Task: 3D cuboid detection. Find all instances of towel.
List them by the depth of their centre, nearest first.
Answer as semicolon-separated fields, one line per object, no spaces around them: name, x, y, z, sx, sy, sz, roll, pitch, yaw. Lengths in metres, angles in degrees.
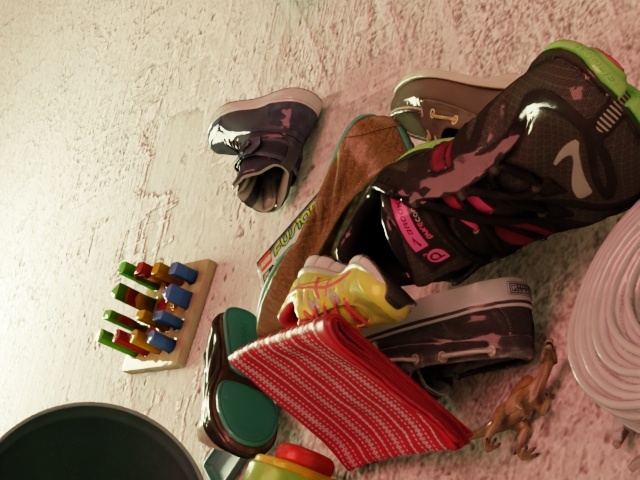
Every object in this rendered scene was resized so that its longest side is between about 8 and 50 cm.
towel;0.024;0.164;1.794;0.031;0.199;0.275;-53;12;-24

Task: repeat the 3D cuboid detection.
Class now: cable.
cable;0.333;0.053;1.536;0.257;0.089;0.257;-33;41;42

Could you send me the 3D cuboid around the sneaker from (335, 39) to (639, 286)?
sneaker;0.171;-0.042;1.710;0.202;0.185;0.483;-41;1;-30

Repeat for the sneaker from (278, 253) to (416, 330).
sneaker;0.023;0.072;1.776;0.094;0.081;0.208;-50;18;-18

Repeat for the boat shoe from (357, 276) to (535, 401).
boat shoe;0.103;0.129;1.830;0.306;0.113;0.105;-19;68;35

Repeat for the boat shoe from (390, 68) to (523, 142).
boat shoe;0.169;-0.129;1.931;0.305;0.109;0.091;9;69;56

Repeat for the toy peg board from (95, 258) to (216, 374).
toy peg board;-0.241;0.097;2.431;0.160;0.079;0.161;-12;57;55

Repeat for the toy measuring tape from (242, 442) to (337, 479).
toy measuring tape;-0.001;0.285;1.857;0.330;0.121;0.121;1;67;58

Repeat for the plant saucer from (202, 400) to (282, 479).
plant saucer;-0.082;0.223;2.136;0.192;0.018;0.067;-57;30;11

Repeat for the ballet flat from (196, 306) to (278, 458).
ballet flat;-0.104;0.196;2.096;0.096;0.095;0.280;-59;17;27

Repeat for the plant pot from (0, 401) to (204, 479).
plant pot;-0.293;0.370;2.126;0.196;0.293;0.293;116;167;-63

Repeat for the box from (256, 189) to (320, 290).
box;0.000;0.000;2.168;0.207;0.036;0.114;-48;32;25

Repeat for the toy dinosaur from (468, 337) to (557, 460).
toy dinosaur;0.191;0.178;1.721;0.183;0.053;0.092;-48;19;33

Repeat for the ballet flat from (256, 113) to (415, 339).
ballet flat;0.030;0.017;2.023;0.124;0.116;0.342;46;119;37

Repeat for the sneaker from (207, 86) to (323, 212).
sneaker;-0.101;-0.112;2.371;0.226;0.086;0.163;-17;50;51
